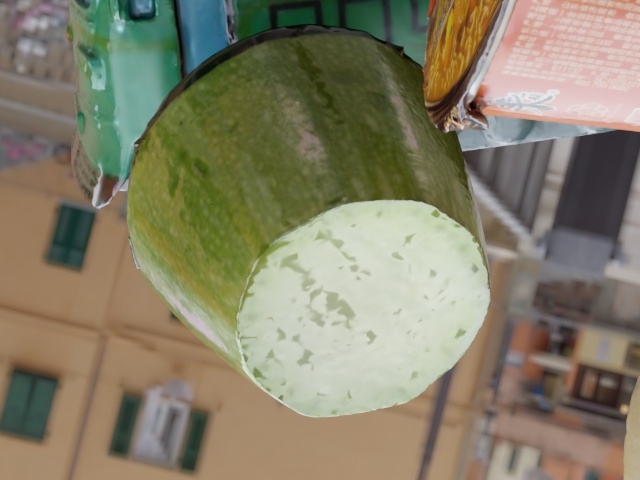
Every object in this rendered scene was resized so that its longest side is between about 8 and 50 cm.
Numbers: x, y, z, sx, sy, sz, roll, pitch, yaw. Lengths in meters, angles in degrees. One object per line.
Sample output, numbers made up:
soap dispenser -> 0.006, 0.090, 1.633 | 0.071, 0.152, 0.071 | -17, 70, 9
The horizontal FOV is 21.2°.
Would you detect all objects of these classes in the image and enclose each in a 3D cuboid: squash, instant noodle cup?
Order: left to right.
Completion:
squash -> 0.000, 0.000, 0.787 | 0.170, 0.170, 0.123 | 15, -153, -27
instant noodle cup -> 0.148, -0.127, 0.660 | 0.174, 0.213, 0.213 | 13, 178, -6

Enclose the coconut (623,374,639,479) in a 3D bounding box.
coconut -> 0.354, 0.128, 1.107 | 0.353, 0.352, 0.352 | 14, 178, 1

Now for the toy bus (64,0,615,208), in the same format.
toy bus -> 0.015, -0.150, 0.988 | 0.343, 0.199, 0.183 | -9, -156, -8
